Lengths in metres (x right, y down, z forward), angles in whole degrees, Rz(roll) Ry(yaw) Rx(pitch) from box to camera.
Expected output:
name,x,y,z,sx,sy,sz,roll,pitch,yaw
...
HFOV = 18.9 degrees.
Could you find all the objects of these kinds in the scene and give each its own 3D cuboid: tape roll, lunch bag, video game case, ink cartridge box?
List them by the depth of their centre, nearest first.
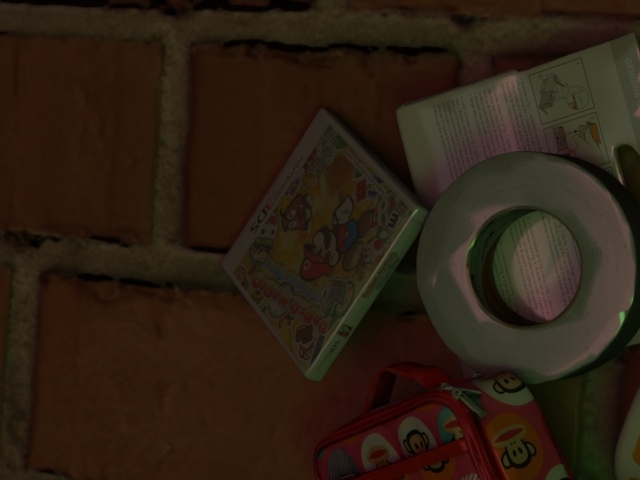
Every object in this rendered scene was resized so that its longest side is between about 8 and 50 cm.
name,x,y,z,sx,sy,sz,roll,pitch,yaw
tape roll,0.204,0.025,1.829,0.219,0.072,0.219,0,89,25
lunch bag,0.118,0.238,1.847,0.293,0.120,0.258,-31,78,56
ink cartridge box,0.233,-0.025,1.891,0.261,0.066,0.296,-17,83,23
video game case,0.000,0.000,1.955,0.206,0.026,0.227,-57,38,13

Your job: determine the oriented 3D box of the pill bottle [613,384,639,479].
name,x,y,z,sx,sy,sz,roll,pitch,yaw
pill bottle,0.421,0.207,1.753,0.278,0.162,0.162,25,99,21
